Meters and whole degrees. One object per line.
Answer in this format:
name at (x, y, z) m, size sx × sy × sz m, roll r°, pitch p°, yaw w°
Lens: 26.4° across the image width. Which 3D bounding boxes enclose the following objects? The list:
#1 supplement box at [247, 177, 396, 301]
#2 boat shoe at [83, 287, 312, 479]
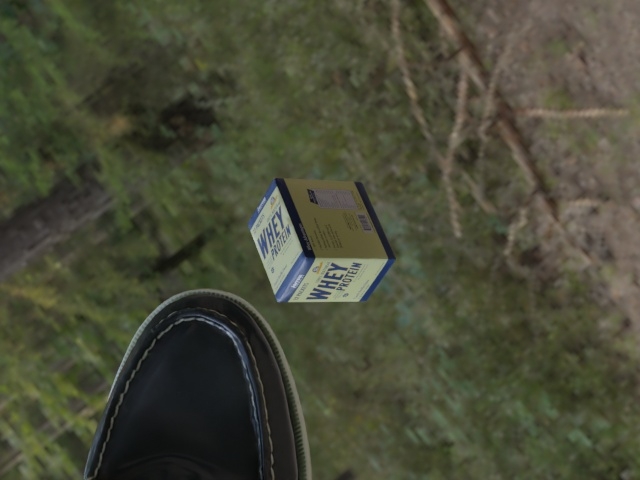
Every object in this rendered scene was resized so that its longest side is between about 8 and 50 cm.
supplement box at (0.000, 0.000, 1.078) m, size 0.056 × 0.083 × 0.083 m, roll -57°, pitch 43°, yaw 40°
boat shoe at (-0.082, 0.190, 0.696) m, size 0.127 × 0.340 × 0.113 m, roll 12°, pitch 174°, yaw 7°
